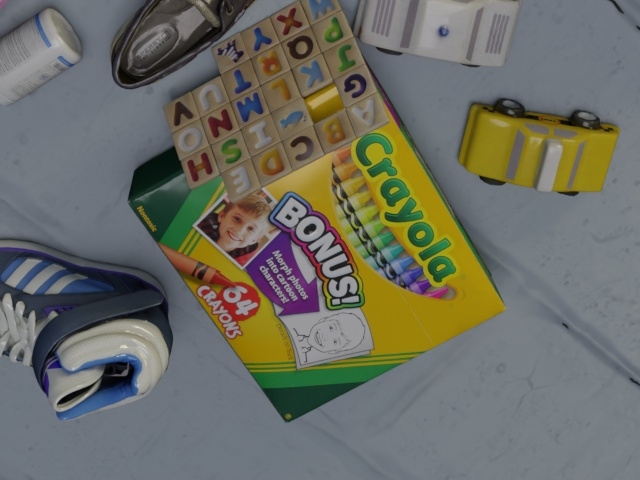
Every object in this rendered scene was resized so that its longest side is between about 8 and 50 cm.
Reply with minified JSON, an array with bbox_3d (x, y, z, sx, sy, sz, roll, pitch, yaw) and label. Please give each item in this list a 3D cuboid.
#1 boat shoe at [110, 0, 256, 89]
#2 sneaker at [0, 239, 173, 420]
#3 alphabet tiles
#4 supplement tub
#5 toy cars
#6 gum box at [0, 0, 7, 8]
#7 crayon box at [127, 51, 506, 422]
[{"bbox_3d":[-0.127,-0.268,1.444,0.285,0.092,0.103,-41,112,16],"label":"boat shoe"},{"bbox_3d":[-0.336,0.111,1.544,0.322,0.236,0.130,6,116,-6],"label":"sneaker"},{"bbox_3d":[-0.060,-0.157,1.465,0.237,0.198,0.009,-27,152,11],"label":"alphabet tiles"},{"bbox_3d":[-0.329,-0.207,1.478,0.107,0.071,0.071,-29,115,12],"label":"supplement tub"},{"bbox_3d":[0.200,-0.172,1.512,0.176,0.087,0.394,-36,113,14],"label":"toy cars"},{"bbox_3d":[-0.382,-0.302,1.431,0.107,0.062,0.188,39,109,-20],"label":"gum box"},{"bbox_3d":[0.000,0.000,1.578,0.313,0.106,0.363,-28,115,11],"label":"crayon box"}]
